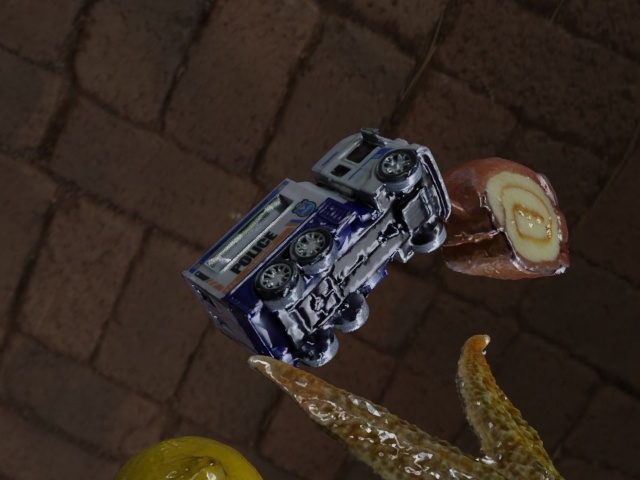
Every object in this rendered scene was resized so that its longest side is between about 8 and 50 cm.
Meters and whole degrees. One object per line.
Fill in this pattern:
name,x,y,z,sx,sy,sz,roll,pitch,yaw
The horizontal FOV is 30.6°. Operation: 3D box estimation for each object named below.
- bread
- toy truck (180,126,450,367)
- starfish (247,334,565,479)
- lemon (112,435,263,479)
bread,0.253,-0.032,1.723,0.123,0.244,0.190,-21,73,35
toy truck,0.000,0.000,1.237,0.155,0.268,0.124,28,154,43
starfish,0.141,0.238,1.000,0.398,0.384,0.132,-13,138,-26
lemon,-0.168,0.365,1.455,0.236,0.236,0.263,-6,134,18
